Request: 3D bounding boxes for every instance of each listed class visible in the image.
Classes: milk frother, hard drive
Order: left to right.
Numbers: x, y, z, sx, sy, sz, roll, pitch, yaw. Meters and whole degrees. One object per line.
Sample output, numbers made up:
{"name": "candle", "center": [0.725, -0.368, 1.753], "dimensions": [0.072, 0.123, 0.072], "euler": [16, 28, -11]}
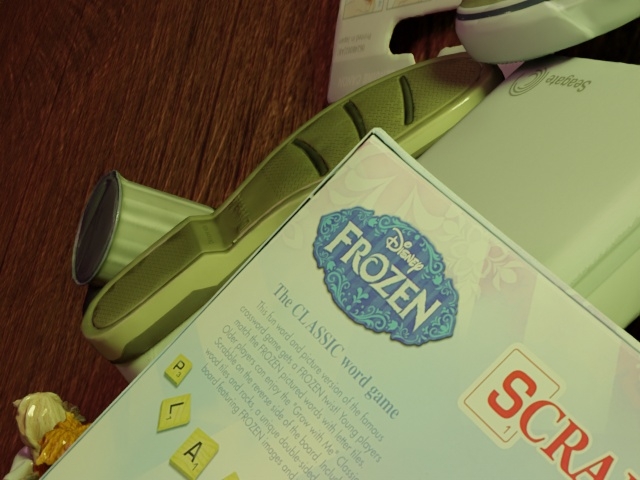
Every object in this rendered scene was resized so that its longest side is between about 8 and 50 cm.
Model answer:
{"name": "milk frother", "center": [-0.090, 0.027, 0.951], "dimensions": [0.143, 0.135, 0.129], "euler": [-12, 64, 61]}
{"name": "hard drive", "center": [0.036, 0.045, 0.665], "dimensions": [0.353, 0.047, 0.233], "euler": [-42, 20, -6]}

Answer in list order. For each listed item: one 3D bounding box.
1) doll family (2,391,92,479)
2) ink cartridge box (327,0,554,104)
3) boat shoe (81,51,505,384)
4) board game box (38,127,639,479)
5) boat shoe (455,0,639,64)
{"name": "doll family", "center": [-0.179, 0.189, 0.812], "dimensions": [0.263, 0.118, 0.163], "euler": [-46, -26, -59]}
{"name": "ink cartridge box", "center": [0.144, -0.281, 0.989], "dimensions": [0.308, 0.091, 0.384], "euler": [5, 82, 63]}
{"name": "boat shoe", "center": [0.000, 0.000, 0.855], "dimensions": [0.302, 0.103, 0.113], "euler": [-34, 24, 11]}
{"name": "board game box", "center": [0.009, 0.160, 0.442], "dimensions": [0.318, 0.066, 0.319], "euler": [-46, 46, 1]}
{"name": "boat shoe", "center": [0.179, -0.178, 0.701], "dimensions": [0.302, 0.094, 0.109], "euler": [-21, 14, 46]}
